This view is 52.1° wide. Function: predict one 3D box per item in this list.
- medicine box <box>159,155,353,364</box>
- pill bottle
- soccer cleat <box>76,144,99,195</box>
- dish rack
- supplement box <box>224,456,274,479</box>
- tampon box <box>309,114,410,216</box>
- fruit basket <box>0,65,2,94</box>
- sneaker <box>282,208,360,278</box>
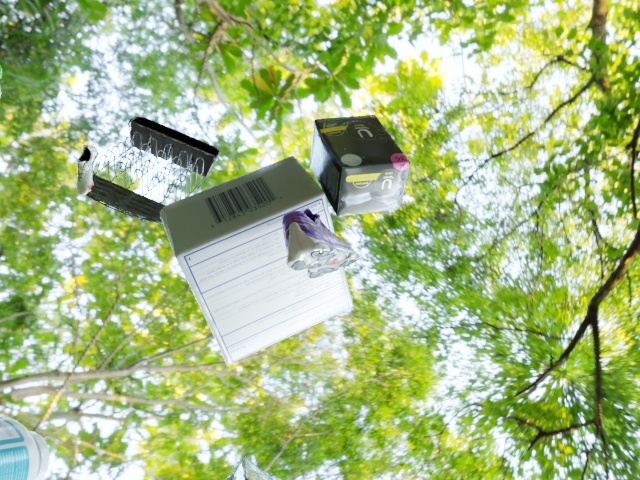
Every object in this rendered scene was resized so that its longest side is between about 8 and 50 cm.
[{"bbox_3d":[-0.108,0.039,1.186,0.263,0.289,0.149,-23,-139,-10],"label":"medicine box"},{"bbox_3d":[-0.514,0.332,0.941,0.146,0.264,0.146,-3,-102,16],"label":"pill bottle"},{"bbox_3d":[-0.382,-0.115,1.058,0.029,0.035,0.083,12,-95,11],"label":"soccer cleat"},{"bbox_3d":[-0.349,-0.142,1.334,0.208,0.271,0.074,22,-55,4],"label":"dish rack"},{"bbox_3d":[-0.101,0.388,0.992,0.083,0.083,0.056,42,-92,-8],"label":"supplement box"},{"bbox_3d":[0.063,-0.133,1.134,0.120,0.101,0.161,-8,-140,-17],"label":"tampon box"},{"bbox_3d":[-0.636,-0.213,0.838,0.283,0.392,0.392,-42,-112,16],"label":"fruit basket"},{"bbox_3d":[0.000,0.000,0.777,0.068,0.170,0.071,-21,-105,10],"label":"sneaker"}]
